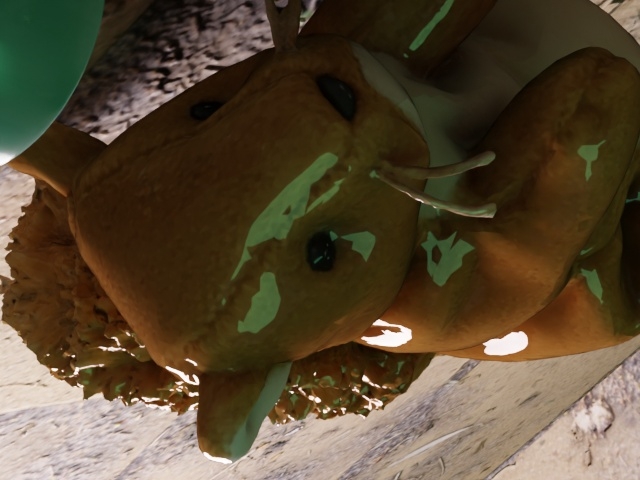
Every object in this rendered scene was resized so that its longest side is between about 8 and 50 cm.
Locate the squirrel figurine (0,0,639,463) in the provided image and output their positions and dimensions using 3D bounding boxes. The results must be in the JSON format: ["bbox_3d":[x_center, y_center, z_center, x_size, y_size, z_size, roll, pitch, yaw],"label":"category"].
[{"bbox_3d":[0.000,0.000,1.029,0.397,0.281,0.370,-39,172,39],"label":"squirrel figurine"}]

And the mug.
[{"bbox_3d":[-0.163,-0.113,0.775,0.129,0.157,0.097,-26,150,34],"label":"mug"}]
